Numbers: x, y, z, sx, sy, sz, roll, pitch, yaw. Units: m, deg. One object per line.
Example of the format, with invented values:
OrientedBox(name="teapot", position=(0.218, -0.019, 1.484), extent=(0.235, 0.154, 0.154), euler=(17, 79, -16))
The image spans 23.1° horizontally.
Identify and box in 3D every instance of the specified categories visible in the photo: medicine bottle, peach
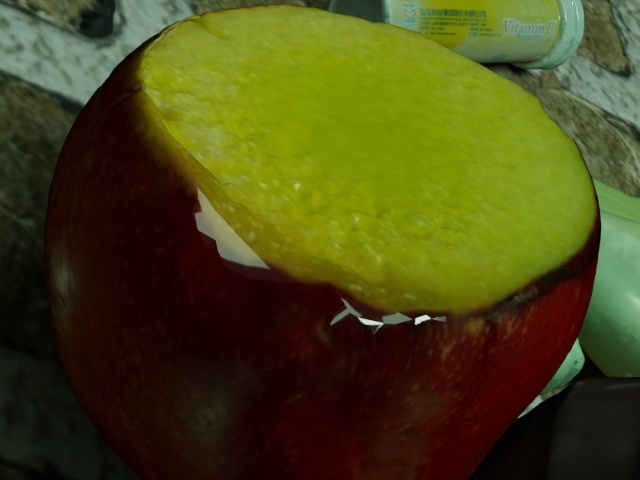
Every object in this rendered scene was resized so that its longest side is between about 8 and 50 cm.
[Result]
OrientedBox(name="medicine bottle", position=(0.099, -0.160, 1.135), extent=(0.218, 0.074, 0.074), euler=(-7, 59, -45))
OrientedBox(name="peach", position=(-0.003, 0.024, 0.708), extent=(0.249, 0.245, 0.275), euler=(4, 16, 17))

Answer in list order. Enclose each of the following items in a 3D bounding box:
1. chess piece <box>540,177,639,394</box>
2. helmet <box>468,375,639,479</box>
OrientedBox(name="chess piece", position=(0.196, 0.032, 0.993), extent=(0.298, 0.175, 0.175), euler=(15, 43, -15))
OrientedBox(name="helmet", position=(0.199, 0.189, 0.764), extent=(0.305, 0.177, 0.225), euler=(49, 22, 11))
